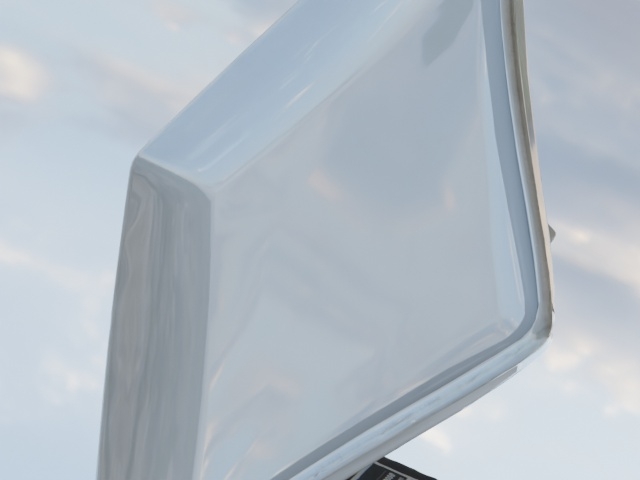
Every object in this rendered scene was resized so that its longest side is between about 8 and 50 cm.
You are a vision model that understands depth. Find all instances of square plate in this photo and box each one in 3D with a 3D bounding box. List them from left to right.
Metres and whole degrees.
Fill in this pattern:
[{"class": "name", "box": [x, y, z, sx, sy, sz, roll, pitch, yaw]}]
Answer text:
[{"class": "square plate", "box": [0.000, 0.000, 1.015, 0.049, 0.344, 0.347, 28, -138, -28]}]

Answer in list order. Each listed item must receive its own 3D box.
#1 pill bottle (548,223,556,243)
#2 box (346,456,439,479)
[{"class": "pill bottle", "box": [0.072, -0.030, 1.147, 0.137, 0.078, 0.078, 46, -164, -2]}, {"class": "box", "box": [0.071, 0.293, 1.098, 0.294, 0.182, 0.296, 23, -157, 16]}]
